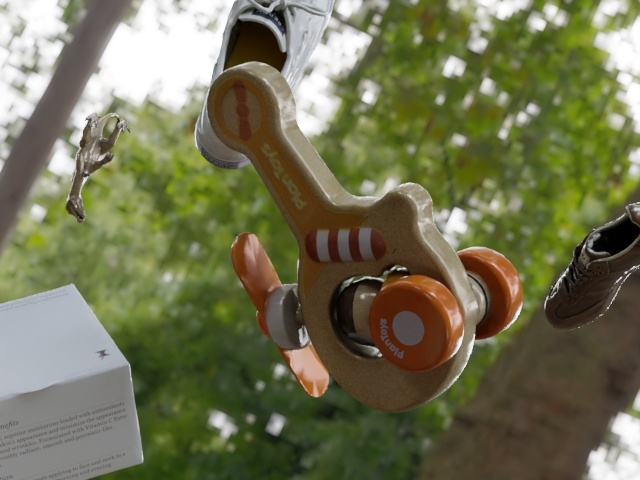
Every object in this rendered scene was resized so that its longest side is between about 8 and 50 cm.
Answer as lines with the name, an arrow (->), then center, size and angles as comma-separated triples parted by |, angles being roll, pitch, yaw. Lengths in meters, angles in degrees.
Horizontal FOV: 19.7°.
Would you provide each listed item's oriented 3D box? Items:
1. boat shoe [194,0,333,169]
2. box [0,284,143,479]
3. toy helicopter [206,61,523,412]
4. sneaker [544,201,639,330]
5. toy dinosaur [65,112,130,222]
boat shoe -> -0.070, -0.281, 2.427 | 0.136, 0.367, 0.156 | 24, -19, 0
box -> -0.287, 0.149, 1.769 | 0.182, 0.181, 0.119 | -135, -145, -56
toy helicopter -> 0.000, 0.000, 1.689 | 0.235, 0.140, 0.355 | -39, -99, 36
sneaker -> 0.278, 0.019, 1.863 | 0.071, 0.066, 0.188 | 16, -49, -37
toy dinosaur -> -0.259, -0.109, 2.098 | 0.053, 0.183, 0.092 | 28, -42, -16
